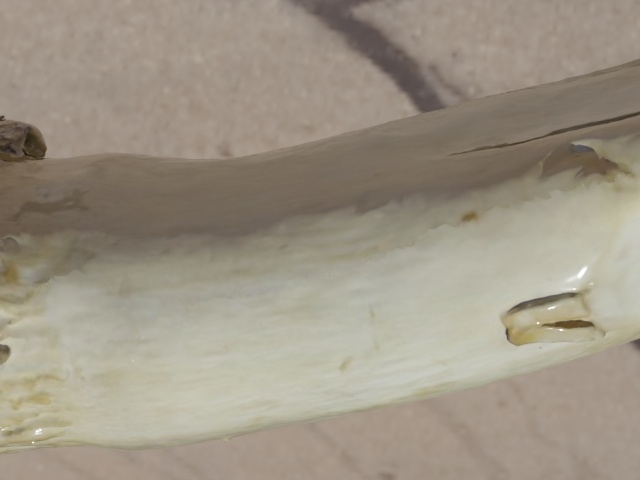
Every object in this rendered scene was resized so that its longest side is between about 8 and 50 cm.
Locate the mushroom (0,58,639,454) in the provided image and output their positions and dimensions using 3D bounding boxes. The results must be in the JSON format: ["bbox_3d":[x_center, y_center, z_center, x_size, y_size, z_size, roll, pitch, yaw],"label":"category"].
[{"bbox_3d":[0.000,0.000,0.355,0.209,0.084,0.071,-10,109,15],"label":"mushroom"}]
